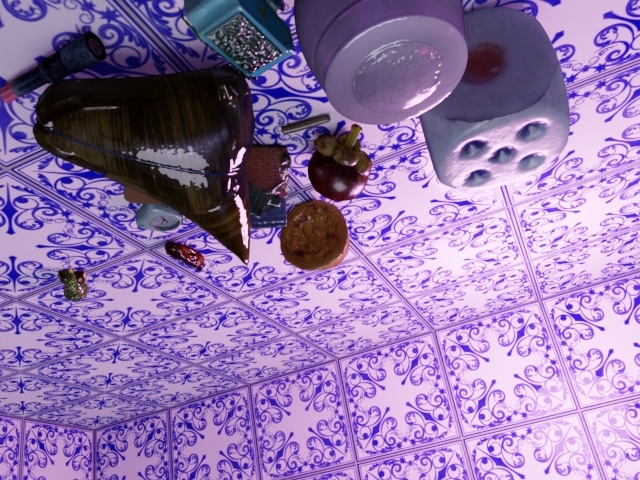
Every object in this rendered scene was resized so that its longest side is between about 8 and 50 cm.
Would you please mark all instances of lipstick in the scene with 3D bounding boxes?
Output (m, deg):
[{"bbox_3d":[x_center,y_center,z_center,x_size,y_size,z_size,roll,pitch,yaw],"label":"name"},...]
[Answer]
[{"bbox_3d":[-0.497,-0.307,1.133,0.234,0.053,0.053,-19,151,23],"label":"lipstick"}]

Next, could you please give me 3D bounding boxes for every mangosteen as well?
[{"bbox_3d":[0.052,-0.176,1.461,0.156,0.145,0.181,8,147,-27],"label":"mangosteen"}]

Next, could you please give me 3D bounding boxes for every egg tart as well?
[{"bbox_3d":[0.000,0.000,1.739,0.202,0.202,0.147,-18,160,14],"label":"egg tart"}]

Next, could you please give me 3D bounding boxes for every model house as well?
[{"bbox_3d":[-0.143,-0.111,1.489,0.166,0.172,0.183,0,150,-16],"label":"model house"}]

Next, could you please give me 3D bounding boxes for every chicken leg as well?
[{"bbox_3d":[-0.393,0.052,1.840,0.093,0.053,0.205,1,153,31],"label":"chicken leg"}]

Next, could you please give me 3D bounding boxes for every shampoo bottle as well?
[{"bbox_3d":[0.097,-0.354,1.016,0.273,0.266,0.273,-8,151,-4],"label":"shampoo bottle"}]

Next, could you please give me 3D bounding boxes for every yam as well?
[{"bbox_3d":[-0.033,-0.263,1.403,0.116,0.021,0.021,-13,152,8],"label":"yam"}]

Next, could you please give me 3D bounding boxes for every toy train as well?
[{"bbox_3d":[-0.133,-0.372,1.012,0.112,0.163,0.203,-28,148,26],"label":"toy train"}]

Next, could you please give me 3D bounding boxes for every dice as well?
[{"bbox_3d":[0.329,-0.277,1.243,0.265,0.268,0.262,-17,153,10],"label":"dice"}]

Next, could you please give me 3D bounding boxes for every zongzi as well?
[{"bbox_3d":[-0.325,-0.112,1.214,0.403,0.208,0.432,-7,120,-14],"label":"zongzi"}]

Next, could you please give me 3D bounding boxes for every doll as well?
[{"bbox_3d":[-0.738,0.135,1.842,0.078,0.076,0.113,2,150,-6],"label":"doll"}]

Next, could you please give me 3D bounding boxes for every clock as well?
[{"bbox_3d":[-0.410,-0.061,1.629,0.135,0.041,0.101,15,143,-42],"label":"clock"}]

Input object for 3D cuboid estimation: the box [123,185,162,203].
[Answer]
[{"bbox_3d":[-0.365,-0.171,1.384,0.144,0.090,0.201,0,150,-19],"label":"box"}]
